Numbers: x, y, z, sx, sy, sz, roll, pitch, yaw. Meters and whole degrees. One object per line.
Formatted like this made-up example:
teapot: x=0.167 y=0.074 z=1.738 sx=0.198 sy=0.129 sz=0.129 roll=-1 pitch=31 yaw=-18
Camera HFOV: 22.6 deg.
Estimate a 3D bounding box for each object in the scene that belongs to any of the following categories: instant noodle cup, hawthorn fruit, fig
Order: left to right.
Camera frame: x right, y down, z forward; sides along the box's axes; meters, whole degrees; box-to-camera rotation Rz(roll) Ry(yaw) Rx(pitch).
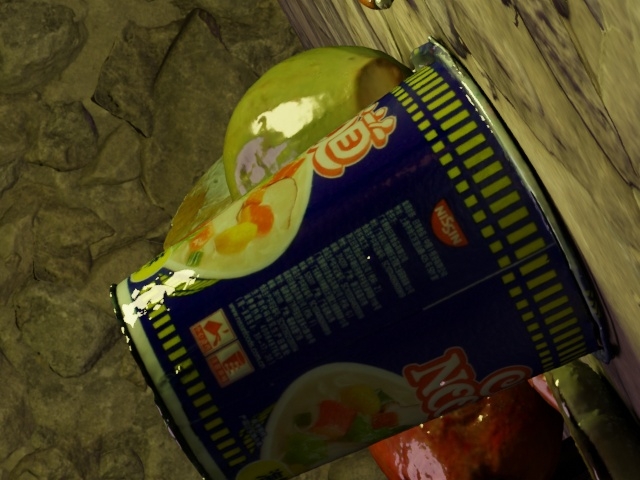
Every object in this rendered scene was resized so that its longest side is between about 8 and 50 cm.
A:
fig: x=0.009 y=-0.087 z=1.477 sx=0.207 sy=0.207 sz=0.230 roll=61 pitch=175 yaw=34
instant noodle cup: x=0.019 y=0.042 z=1.219 sx=0.284 sy=0.312 sz=0.284 roll=61 pitch=180 yaw=0
hawthorn fruit: x=0.149 y=0.193 z=1.635 sx=0.261 sy=0.224 sz=0.224 roll=-98 pitch=-17 yaw=-53

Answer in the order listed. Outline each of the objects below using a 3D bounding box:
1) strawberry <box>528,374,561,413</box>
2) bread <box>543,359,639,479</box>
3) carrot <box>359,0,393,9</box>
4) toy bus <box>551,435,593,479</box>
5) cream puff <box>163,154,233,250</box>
strawberry: x=0.228 y=0.137 z=1.539 sx=0.104 sy=0.048 sz=0.152 roll=54 pitch=-171 yaw=-53
bread: x=0.275 y=0.235 z=1.360 sx=0.286 sy=0.056 sz=0.207 roll=60 pitch=-176 yaw=-27
carrot: x=0.035 y=-0.216 z=1.271 sx=0.035 sy=0.035 sz=0.142 roll=60 pitch=-175 yaw=-34
toy bus: x=0.301 y=0.299 z=1.706 sx=0.178 sy=0.087 sz=0.098 roll=57 pitch=179 yaw=-19
cream puff: x=0.000 y=0.000 z=1.877 sx=0.275 sy=0.378 sz=0.378 roll=39 pitch=-173 yaw=-18
